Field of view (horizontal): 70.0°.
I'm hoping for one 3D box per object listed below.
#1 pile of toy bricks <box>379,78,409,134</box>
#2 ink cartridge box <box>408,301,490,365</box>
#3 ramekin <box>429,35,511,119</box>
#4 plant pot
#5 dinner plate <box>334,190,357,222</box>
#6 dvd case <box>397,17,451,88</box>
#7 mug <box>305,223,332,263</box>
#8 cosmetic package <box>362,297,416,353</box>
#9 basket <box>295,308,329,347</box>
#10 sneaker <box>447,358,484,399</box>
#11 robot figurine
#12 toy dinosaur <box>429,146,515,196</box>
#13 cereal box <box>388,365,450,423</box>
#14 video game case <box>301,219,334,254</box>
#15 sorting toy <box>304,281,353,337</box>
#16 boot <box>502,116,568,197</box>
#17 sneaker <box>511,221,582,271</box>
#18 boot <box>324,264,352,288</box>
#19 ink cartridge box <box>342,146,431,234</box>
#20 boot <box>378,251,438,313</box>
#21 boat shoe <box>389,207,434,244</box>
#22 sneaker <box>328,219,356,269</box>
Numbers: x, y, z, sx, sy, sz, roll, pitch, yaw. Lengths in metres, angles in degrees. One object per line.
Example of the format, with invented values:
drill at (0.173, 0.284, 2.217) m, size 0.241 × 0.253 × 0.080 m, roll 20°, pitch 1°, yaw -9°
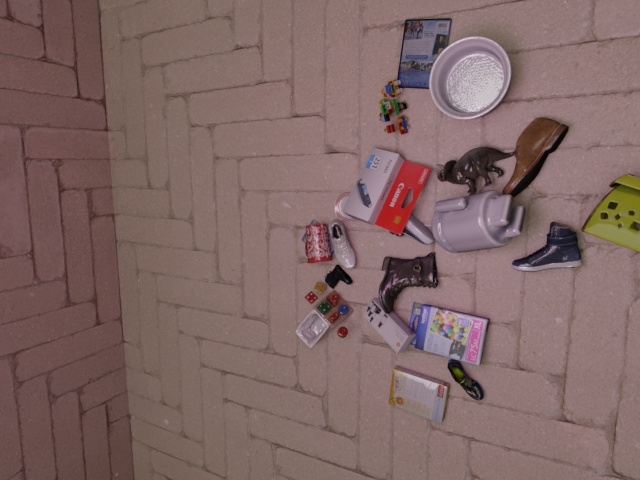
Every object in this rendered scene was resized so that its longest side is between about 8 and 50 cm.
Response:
pile of toy bricks at (0.272, -0.522, 1.826) m, size 0.105 × 0.118 × 0.212 m, roll 6°, pitch 113°, yaw 62°
ink cartridge box at (0.498, 0.367, 1.829) m, size 0.311 × 0.065 × 0.186 m, roll 10°, pitch 90°, yaw 30°
ramekin at (0.541, -0.568, 1.632) m, size 0.277 × 0.135 × 0.277 m, roll 5°, pitch 100°, yaw 29°
plant pot at (0.972, -0.080, 1.414) m, size 0.227 × 0.228 × 0.207 m, roll 26°, pitch 104°, yaw 25°
dinner plate at (0.126, -0.146, 2.008) m, size 0.141 × 0.017 × 0.141 m, roll 4°, pitch 99°, yaw 29°
dvd case at (0.395, -0.717, 1.760) m, size 0.180 × 0.022 × 0.253 m, roll 13°, pitch 104°, yaw 29°
mug at (-0.027, 0.014, 2.051) m, size 0.150 × 0.113 × 0.169 m, roll -5°, pitch 92°, yaw 29°
cosmetic package at (0.284, 0.356, 1.926) m, size 0.239 × 0.060 × 0.099 m, roll 45°, pitch 120°, yaw 39°
basket at (-0.016, 0.397, 2.125) m, size 0.113 × 0.103 × 0.167 m, roll 45°, pitch 117°, yaw 16°
sneaker at (0.572, 0.563, 1.824) m, size 0.067 × 0.078 × 0.188 m, roll -46°, pitch 75°, yaw 27°
robot figurine at (0.546, -0.062, 1.639) m, size 0.353 × 0.300 × 0.200 m, roll -13°, pitch 47°, yaw 55°
toy dinosaur at (0.565, -0.268, 1.676) m, size 0.313 × 0.121 × 0.160 m, roll -31°, pitch 96°, yaw 34°
cereal box at (0.417, 0.654, 1.946) m, size 0.240 × 0.047 × 0.173 m, roll 13°, pitch 104°, yaw 27°
video game case at (0.000, 0.000, 2.105) m, size 0.166 × 0.015 × 0.119 m, roll 39°, pitch 115°, yaw 19°
sorting toy at (0.054, 0.296, 2.052) m, size 0.274 × 0.132 × 0.046 m, roll 46°, pitch 156°, yaw 17°
boot at (0.719, -0.285, 1.598) m, size 0.115 × 0.112 × 0.305 m, roll 39°, pitch 106°, yaw 27°
sneaker at (0.783, 0.020, 1.604) m, size 0.226 × 0.086 × 0.164 m, roll -10°, pitch 104°, yaw 21°
boot at (0.079, 0.180, 2.070) m, size 0.121 × 0.045 × 0.099 m, roll 49°, pitch 115°, yaw 23°
ink cartridge box at (0.259, -0.202, 1.816) m, size 0.261 × 0.066 × 0.296 m, roll 24°, pitch 89°, yaw 36°
boot at (0.363, 0.175, 1.862) m, size 0.228 × 0.091 × 0.263 m, roll 1°, pitch 83°, yaw 28°
boat shoe at (0.324, -0.063, 1.855) m, size 0.301 × 0.108 × 0.102 m, roll 41°, pitch 115°, yaw 21°
sneaker at (0.088, 0.019, 1.988) m, size 0.090 × 0.115 × 0.232 m, roll -23°, pitch 87°, yaw 6°
